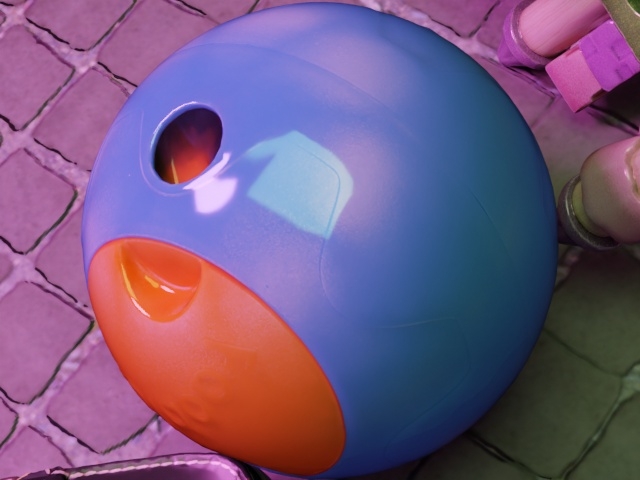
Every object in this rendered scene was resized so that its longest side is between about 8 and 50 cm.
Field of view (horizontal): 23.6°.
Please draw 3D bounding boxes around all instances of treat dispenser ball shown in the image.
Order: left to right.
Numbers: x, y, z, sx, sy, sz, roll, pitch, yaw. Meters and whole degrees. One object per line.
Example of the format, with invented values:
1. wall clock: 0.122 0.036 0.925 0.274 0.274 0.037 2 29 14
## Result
1. treat dispenser ball: 0.000 0.000 0.934 0.288 0.288 0.288 -5 61 9

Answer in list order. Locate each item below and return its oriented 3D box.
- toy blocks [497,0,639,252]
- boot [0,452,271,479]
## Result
1. toy blocks: 0.215 -0.164 1.047 0.309 0.260 0.288 -31 88 -33
2. boot: -0.227 0.175 0.886 0.377 0.284 0.138 -14 59 5
